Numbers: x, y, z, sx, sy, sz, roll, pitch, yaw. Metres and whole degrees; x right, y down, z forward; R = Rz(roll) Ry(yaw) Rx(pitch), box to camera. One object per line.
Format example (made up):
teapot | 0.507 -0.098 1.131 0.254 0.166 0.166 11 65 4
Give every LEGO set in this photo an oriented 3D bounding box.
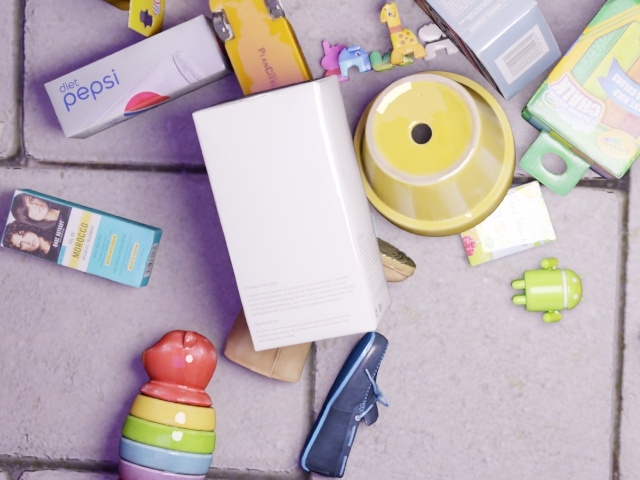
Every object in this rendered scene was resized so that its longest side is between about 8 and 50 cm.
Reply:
LEGO set | 0.098 -0.319 1.859 0.227 0.087 0.093 -13 91 5

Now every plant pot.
plant pot | 0.163 -0.143 1.764 0.254 0.239 0.254 -1 84 11

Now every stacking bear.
stacking bear | -0.243 0.285 1.892 0.164 0.175 0.289 11 86 8

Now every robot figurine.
robot figurine | 0.360 0.078 1.856 0.115 0.067 0.101 -3 90 6

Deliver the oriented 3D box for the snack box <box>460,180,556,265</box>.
snack box | 0.292 -0.027 1.874 0.141 0.037 0.100 -18 91 8

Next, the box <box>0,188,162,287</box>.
box | -0.392 -0.005 1.937 0.244 0.060 0.100 16 94 5

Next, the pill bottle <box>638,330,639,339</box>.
pill bottle | 0.644 0.130 1.781 0.283 0.160 0.160 -33 89 7

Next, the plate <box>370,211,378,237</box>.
plate | 0.000 0.000 1.914 0.188 0.024 0.188 0 92 6

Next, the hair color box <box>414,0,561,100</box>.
hair color box | 0.181 -0.394 1.733 0.113 0.185 0.374 -40 64 7

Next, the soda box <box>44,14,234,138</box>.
soda box | -0.290 -0.261 1.900 0.286 0.091 0.098 -22 90 7

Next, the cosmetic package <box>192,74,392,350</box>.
cosmetic package | -0.035 -0.042 1.725 0.197 0.155 0.365 -10 99 15

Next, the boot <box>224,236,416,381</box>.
boot | -0.001 0.104 1.876 0.236 0.089 0.269 24 105 8

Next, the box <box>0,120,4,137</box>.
box | -0.626 -0.155 1.869 0.149 0.232 0.127 18 94 5

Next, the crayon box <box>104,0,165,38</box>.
crayon box | -0.300 -0.480 1.837 0.081 0.202 0.318 3 92 6

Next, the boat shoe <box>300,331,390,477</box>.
boat shoe | 0.056 0.264 1.893 0.089 0.109 0.258 25 111 -2

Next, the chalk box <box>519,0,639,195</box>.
chalk box | 0.422 -0.206 1.782 0.180 0.179 0.289 37 96 4

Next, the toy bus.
toy bus | -0.063 -0.242 1.853 0.108 0.130 0.332 -22 87 7
